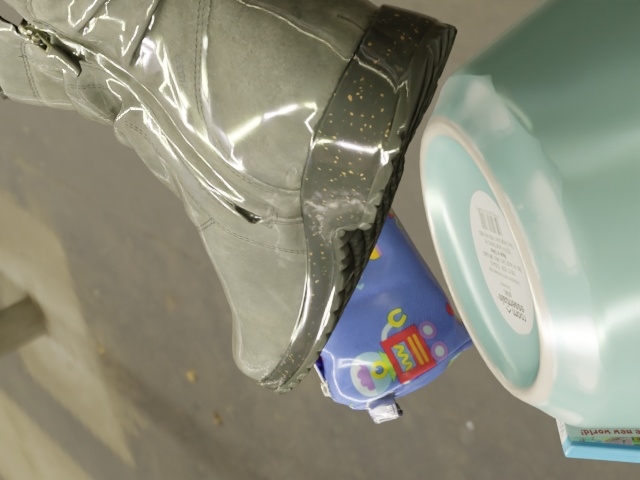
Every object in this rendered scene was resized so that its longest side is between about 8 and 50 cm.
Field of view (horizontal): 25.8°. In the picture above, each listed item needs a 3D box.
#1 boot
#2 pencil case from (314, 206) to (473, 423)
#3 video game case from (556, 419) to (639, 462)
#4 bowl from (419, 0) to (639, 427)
[{"bbox_3d":[-0.050,-0.039,0.541,0.161,0.083,0.246,24,149,4],"label":"boot"},{"bbox_3d":[0.000,0.000,1.156,0.306,0.133,0.119,58,-173,2],"label":"pencil case"},{"bbox_3d":[0.216,0.088,1.003,0.166,0.119,0.015,-96,17,-45],"label":"video game case"},{"bbox_3d":[0.166,-0.014,0.836,0.311,0.163,0.312,162,90,-80],"label":"bowl"}]
